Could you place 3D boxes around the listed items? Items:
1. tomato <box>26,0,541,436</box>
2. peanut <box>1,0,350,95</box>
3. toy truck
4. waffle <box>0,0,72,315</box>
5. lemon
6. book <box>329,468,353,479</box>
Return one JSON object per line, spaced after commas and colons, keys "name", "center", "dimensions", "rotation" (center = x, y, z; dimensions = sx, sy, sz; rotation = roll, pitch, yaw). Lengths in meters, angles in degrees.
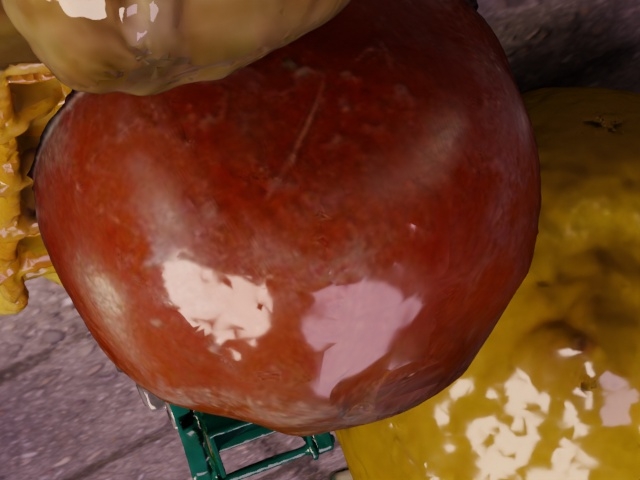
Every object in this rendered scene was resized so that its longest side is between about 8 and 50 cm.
{"name": "tomato", "center": [0.000, 0.000, 0.674], "dimensions": [0.214, 0.155, 0.181], "rotation": [-21, 152, -10]}
{"name": "peanut", "center": [-0.044, -0.127, 0.564], "dimensions": [0.159, 0.109, 0.140], "rotation": [-29, 141, -20]}
{"name": "toy truck", "center": [-0.052, 0.068, 0.858], "dimensions": [0.110, 0.116, 0.216], "rotation": [-19, -178, -9]}
{"name": "waffle", "center": [-0.082, -0.060, 0.725], "dimensions": [0.283, 0.065, 0.309], "rotation": [-38, 155, 23]}
{"name": "lemon", "center": [0.156, 0.069, 0.910], "dimensions": [0.336, 0.336, 0.336], "rotation": [-21, 154, -11]}
{"name": "book", "center": [0.093, 0.278, 1.571], "dimensions": [0.264, 0.031, 0.379], "rotation": [-14, 153, -22]}
